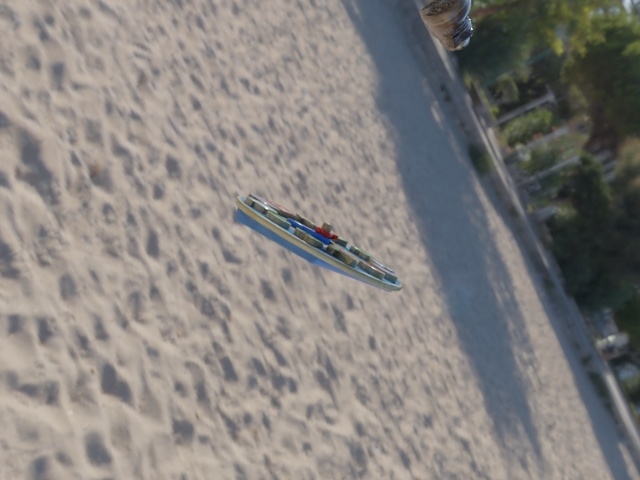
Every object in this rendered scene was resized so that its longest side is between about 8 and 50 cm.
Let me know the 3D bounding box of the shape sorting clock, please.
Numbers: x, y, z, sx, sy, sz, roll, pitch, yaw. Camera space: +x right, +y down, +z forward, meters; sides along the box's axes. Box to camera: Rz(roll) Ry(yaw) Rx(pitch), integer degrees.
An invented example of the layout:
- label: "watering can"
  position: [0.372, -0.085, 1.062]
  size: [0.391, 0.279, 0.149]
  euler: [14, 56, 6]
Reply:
- label: "shape sorting clock"
  position: [0.000, 0.000, 0.980]
  size: [0.206, 0.040, 0.206]
  euler: [25, 3, -1]

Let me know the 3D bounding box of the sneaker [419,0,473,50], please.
- label: "sneaker"
  position: [0.174, -0.281, 1.149]
  size: [0.071, 0.066, 0.188]
  euler: [52, 13, -12]
